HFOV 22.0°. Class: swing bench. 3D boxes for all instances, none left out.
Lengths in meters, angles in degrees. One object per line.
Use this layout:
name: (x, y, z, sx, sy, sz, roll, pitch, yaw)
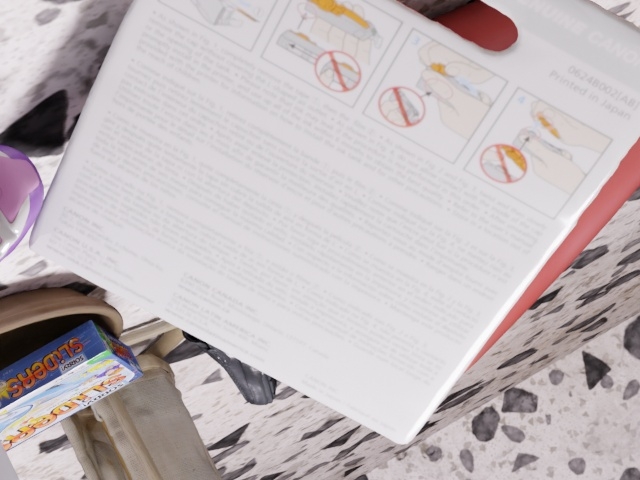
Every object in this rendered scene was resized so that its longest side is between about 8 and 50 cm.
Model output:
swing bench: (-0.159, 0.236, 1.729, 0.165, 0.253, 0.254, -19, 161, -31)

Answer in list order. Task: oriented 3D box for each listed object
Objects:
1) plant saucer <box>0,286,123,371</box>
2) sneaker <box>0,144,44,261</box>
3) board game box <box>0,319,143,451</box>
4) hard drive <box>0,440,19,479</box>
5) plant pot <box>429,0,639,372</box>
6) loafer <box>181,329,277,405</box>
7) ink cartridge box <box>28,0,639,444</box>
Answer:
plant saucer: (-0.312, 0.120, 1.501, 0.278, 0.041, 0.278, -27, 163, -9)
sneaker: (-0.261, 0.000, 1.149, 0.236, 0.095, 0.104, -35, 170, 37)
board game box: (-0.273, 0.148, 1.516, 0.201, 0.035, 0.136, -30, 164, 1)
hard drive: (-0.303, 0.114, 0.987, 0.210, 0.318, 0.040, -13, 157, -45)
plant pot: (0.118, -0.067, 1.319, 0.243, 0.275, 0.275, -35, 166, -18)
loafer: (-0.094, 0.079, 1.584, 0.078, 0.076, 0.223, -10, 134, 10)
ink cartridge box: (0.012, -0.069, 1.067, 0.385, 0.308, 0.091, -59, -176, 39)
